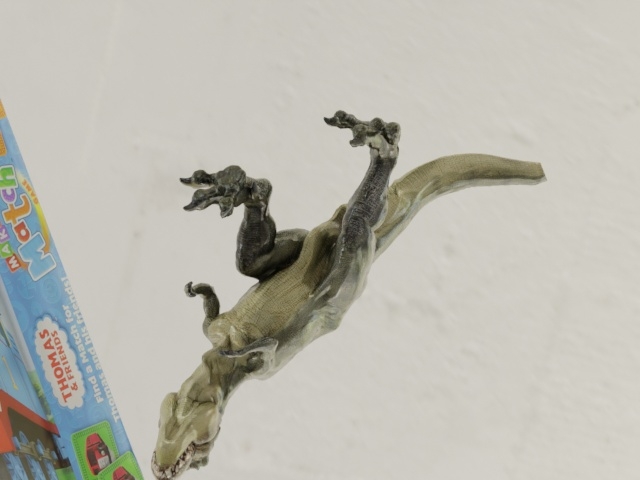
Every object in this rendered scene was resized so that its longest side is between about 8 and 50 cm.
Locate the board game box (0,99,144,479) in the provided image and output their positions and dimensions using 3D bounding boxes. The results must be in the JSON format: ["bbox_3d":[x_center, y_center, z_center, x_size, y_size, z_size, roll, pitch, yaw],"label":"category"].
[{"bbox_3d":[-0.161,0.018,0.694,0.039,0.160,0.211,-25,-82,-52],"label":"board game box"}]

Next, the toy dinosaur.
[{"bbox_3d":[0.000,0.000,0.917,0.268,0.064,0.118,-38,-43,-21],"label":"toy dinosaur"}]
